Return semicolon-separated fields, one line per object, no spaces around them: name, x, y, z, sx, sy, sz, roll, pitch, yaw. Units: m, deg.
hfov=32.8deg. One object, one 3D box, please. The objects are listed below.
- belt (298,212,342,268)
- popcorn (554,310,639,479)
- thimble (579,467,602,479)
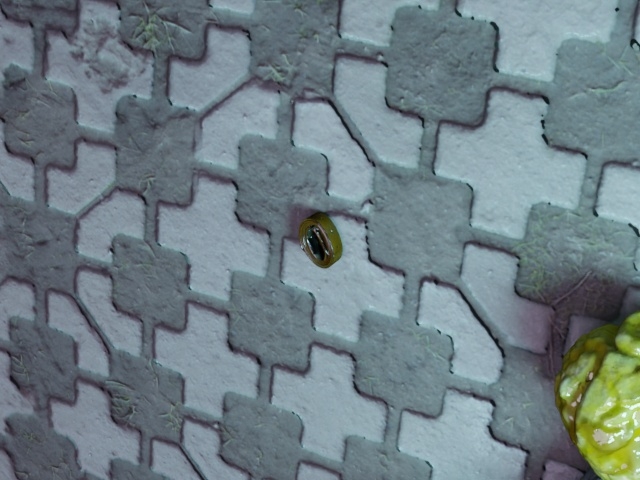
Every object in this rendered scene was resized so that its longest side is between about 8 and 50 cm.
belt;0.000;0.000;1.671;0.059;0.036;0.083;-15;103;38
popcorn;0.429;0.214;1.427;0.225;0.249;0.249;-21;100;19
thimble;0.443;0.427;1.503;0.245;0.217;0.157;41;124;25
